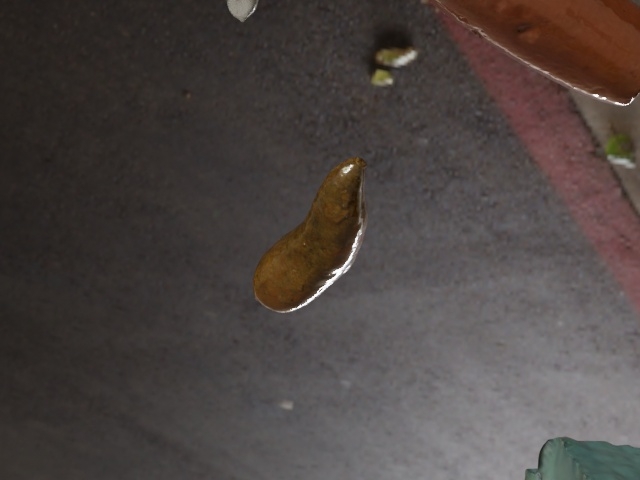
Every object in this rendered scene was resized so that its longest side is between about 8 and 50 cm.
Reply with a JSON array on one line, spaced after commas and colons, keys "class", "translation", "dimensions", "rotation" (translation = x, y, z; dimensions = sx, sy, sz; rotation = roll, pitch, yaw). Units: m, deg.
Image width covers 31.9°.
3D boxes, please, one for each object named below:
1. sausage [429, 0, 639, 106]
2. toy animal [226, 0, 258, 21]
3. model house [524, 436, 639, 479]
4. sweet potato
[{"class": "sausage", "translation": [0.193, -0.221, 1.032], "dimensions": [0.259, 0.113, 0.113], "rotation": [27, 149, -18]}, {"class": "toy animal", "translation": [-0.115, -0.322, 1.108], "dimensions": [0.178, 0.127, 0.193], "rotation": [22, 156, 35]}, {"class": "model house", "translation": [0.292, 0.292, 0.709], "dimensions": [0.329, 0.295, 0.252], "rotation": [6, -167, -10]}, {"class": "sweet potato", "translation": [0.002, 0.000, 1.394], "dimensions": [0.097, 0.097, 0.292], "rotation": [21, 137, -17]}]
